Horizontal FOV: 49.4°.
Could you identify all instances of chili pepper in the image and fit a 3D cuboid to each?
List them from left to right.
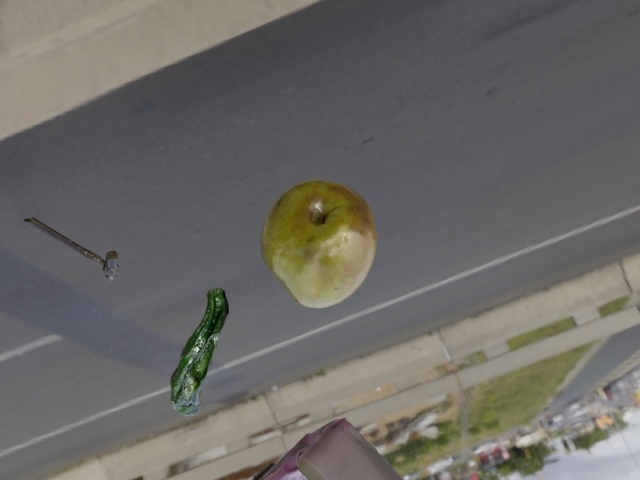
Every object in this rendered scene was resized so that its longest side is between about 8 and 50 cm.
[{"bbox_3d":[-0.168,0.154,0.962,0.050,0.182,0.073,19,178,2],"label":"chili pepper"}]

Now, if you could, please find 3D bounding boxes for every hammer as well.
[{"bbox_3d":[-0.407,0.004,1.141,0.021,0.178,0.065,-57,178,-43],"label":"hammer"}]

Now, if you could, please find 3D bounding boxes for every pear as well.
[{"bbox_3d":[0.000,0.000,1.095,0.199,0.200,0.200,-20,161,-7],"label":"pear"}]

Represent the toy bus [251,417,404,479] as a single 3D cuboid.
[{"bbox_3d":[0.074,0.368,0.695,0.162,0.386,0.171,-52,166,31],"label":"toy bus"}]
